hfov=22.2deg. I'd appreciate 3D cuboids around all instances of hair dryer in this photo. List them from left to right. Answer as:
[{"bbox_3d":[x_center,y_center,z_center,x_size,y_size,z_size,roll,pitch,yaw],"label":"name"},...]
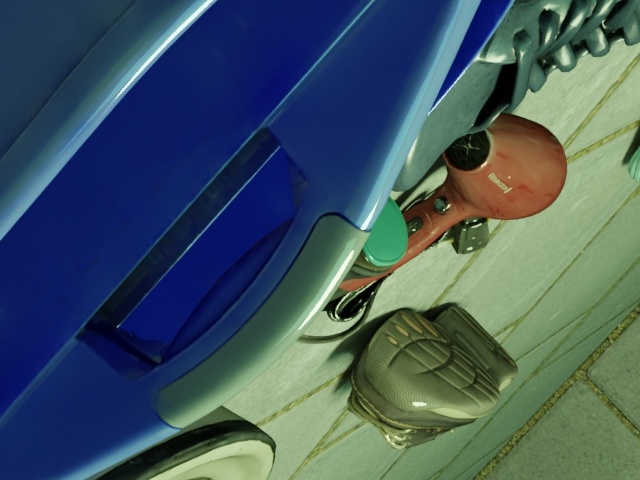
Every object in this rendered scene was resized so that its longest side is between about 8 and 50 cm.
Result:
[{"bbox_3d":[0.094,-0.009,1.243,0.223,0.080,0.293,-35,164,-27],"label":"hair dryer"}]

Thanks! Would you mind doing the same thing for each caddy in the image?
[{"bbox_3d":[-0.070,-0.030,0.534,0.341,0.179,0.241,-47,166,17],"label":"caddy"}]

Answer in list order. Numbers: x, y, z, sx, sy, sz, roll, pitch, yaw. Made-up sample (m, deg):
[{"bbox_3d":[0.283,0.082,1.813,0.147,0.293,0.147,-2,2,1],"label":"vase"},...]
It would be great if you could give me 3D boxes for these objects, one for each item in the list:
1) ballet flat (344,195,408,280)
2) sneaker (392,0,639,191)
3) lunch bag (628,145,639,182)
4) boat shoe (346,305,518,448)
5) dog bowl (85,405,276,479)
[{"bbox_3d":[0.000,0.000,1.061,0.074,0.074,0.203,-47,172,15],"label":"ballet flat"},{"bbox_3d":[0.155,-0.138,0.775,0.350,0.148,0.131,-51,169,-14],"label":"sneaker"},{"bbox_3d":[0.443,-0.138,1.755,0.224,0.108,0.279,-37,165,-10],"label":"lunch bag"},{"bbox_3d":[0.102,0.156,1.648,0.130,0.132,0.355,-47,164,14],"label":"boat shoe"},{"bbox_3d":[-0.222,0.183,0.808,0.408,0.150,0.408,-40,165,-13],"label":"dog bowl"}]
